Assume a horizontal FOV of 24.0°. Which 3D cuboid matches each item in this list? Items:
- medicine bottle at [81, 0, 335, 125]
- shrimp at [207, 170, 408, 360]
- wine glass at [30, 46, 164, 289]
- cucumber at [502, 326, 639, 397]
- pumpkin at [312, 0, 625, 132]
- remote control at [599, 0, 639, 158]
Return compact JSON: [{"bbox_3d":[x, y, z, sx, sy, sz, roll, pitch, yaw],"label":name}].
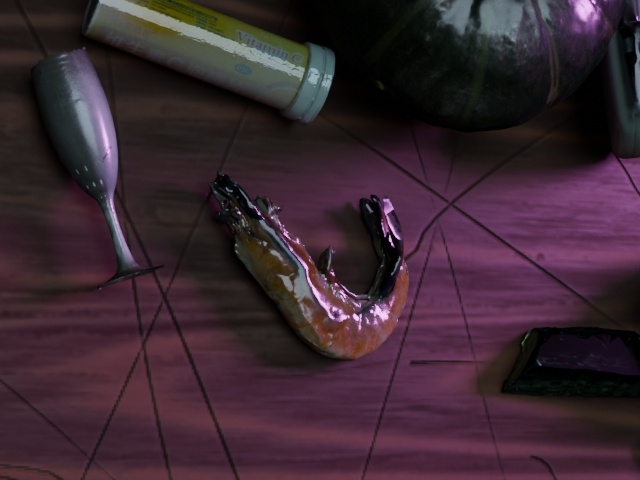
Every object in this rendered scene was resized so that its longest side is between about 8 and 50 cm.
[{"bbox_3d":[-0.099,-0.171,1.324,0.218,0.074,0.074,19,72,-18],"label":"medicine bottle"},{"bbox_3d":[0.000,0.000,1.344,0.219,0.046,0.152,48,65,-13],"label":"shrimp"},{"bbox_3d":[-0.191,-0.061,1.260,0.066,0.066,0.198,-18,87,-27],"label":"wine glass"},{"bbox_3d":[0.279,0.115,1.449,0.220,0.046,0.070,6,67,-20],"label":"cucumber"},{"bbox_3d":[0.129,-0.246,1.374,0.300,0.207,0.300,2,81,-12],"label":"pumpkin"},{"bbox_3d":[0.298,-0.230,1.485,0.056,0.140,0.296,-6,79,9],"label":"remote control"}]
